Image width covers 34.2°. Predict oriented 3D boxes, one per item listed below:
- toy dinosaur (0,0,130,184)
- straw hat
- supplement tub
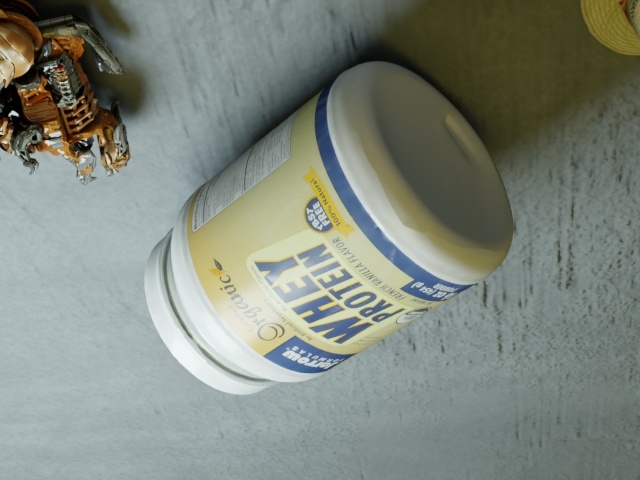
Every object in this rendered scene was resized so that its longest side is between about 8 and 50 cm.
[{"bbox_3d":[-0.311,-0.160,0.939,0.218,0.164,0.322,-30,112,11],"label":"toy dinosaur"},{"bbox_3d":[0.299,-0.202,0.905,0.144,0.061,0.144,1,138,1],"label":"straw hat"},{"bbox_3d":[0.000,0.000,1.010,0.228,0.228,0.316,33,128,-30],"label":"supplement tub"}]
